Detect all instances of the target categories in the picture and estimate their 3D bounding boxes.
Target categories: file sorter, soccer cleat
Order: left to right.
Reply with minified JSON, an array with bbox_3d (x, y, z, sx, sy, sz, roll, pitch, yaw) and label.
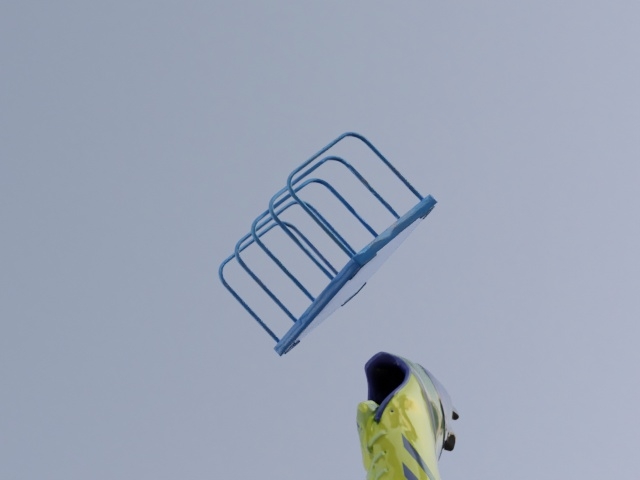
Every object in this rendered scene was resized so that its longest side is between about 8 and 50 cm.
[{"bbox_3d":[0.000,0.000,1.767,0.118,0.104,0.170,-38,-9,-40],"label":"file sorter"},{"bbox_3d":[0.070,0.219,1.905,0.093,0.289,0.121,-37,-67,26],"label":"soccer cleat"}]
